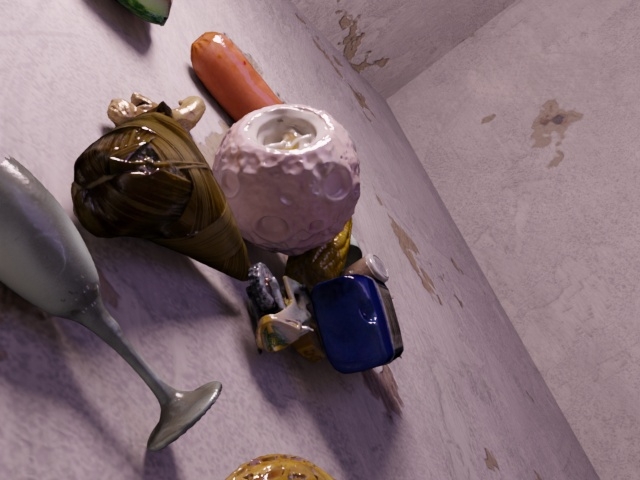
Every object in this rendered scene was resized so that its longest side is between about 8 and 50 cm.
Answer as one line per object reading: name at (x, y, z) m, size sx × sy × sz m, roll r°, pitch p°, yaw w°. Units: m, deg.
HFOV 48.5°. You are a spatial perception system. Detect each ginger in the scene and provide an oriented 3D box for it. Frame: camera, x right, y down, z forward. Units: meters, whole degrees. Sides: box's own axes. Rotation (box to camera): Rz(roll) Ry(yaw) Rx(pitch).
ginger at (-0.264, -0.208, 1.172) m, size 0.089 × 0.075 × 0.288 m, roll 49°, pitch 22°, yaw -1°

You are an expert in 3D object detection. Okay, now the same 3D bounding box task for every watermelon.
watermelon at (-0.349, -0.555, 1.392) m, size 0.224 × 0.180 × 0.305 m, roll 59°, pitch 9°, yaw -40°

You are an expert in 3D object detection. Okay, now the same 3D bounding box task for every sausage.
sausage at (-0.178, -0.329, 1.523) m, size 0.259 × 0.114 × 0.113 m, roll 48°, pitch 19°, yaw -15°

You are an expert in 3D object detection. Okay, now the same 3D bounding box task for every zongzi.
zongzi at (-0.183, -0.021, 0.916) m, size 0.288 × 0.134 × 0.286 m, roll 58°, pitch 10°, yaw -16°

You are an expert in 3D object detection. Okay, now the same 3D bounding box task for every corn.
corn at (0.000, 0.000, 1.379) m, size 0.120 × 0.120 × 0.363 m, roll 49°, pitch 23°, yaw -17°

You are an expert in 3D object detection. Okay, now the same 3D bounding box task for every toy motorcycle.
toy motorcycle at (-0.050, 0.129, 1.073) m, size 0.229 × 0.094 × 0.129 m, roll 52°, pitch 17°, yaw -54°

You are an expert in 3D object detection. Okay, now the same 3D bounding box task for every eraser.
eraser at (0.071, 0.142, 1.200) m, size 0.332 × 0.102 × 0.155 m, roll 25°, pitch 48°, yaw -77°

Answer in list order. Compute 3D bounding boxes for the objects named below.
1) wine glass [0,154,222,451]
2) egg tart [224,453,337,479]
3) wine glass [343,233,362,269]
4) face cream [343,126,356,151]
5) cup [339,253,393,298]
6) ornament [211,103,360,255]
wine glass at (-0.247, 0.058, 0.784) m, size 0.309 × 0.096 × 0.264 m, roll 51°, pitch -5°, yaw -9°
egg tart at (-0.037, 0.352, 0.652) m, size 0.297 × 0.132 × 0.297 m, roll 36°, pitch 40°, yaw -38°
wine glass at (0.044, -0.006, 1.580) m, size 0.073 × 0.073 × 0.155 m, roll 43°, pitch 18°, yaw -31°
face cream at (-0.032, -0.205, 1.619) m, size 0.145 × 0.145 × 0.370 m, roll 56°, pitch 18°, yaw 6°
cup at (0.091, 0.090, 1.467) m, size 0.074 × 0.099 × 0.102 m, roll 26°, pitch 33°, yaw -55°
ornament at (-0.056, -0.095, 1.199) m, size 0.259 × 0.260 × 0.225 m, roll -106°, pitch -167°, yaw -46°
